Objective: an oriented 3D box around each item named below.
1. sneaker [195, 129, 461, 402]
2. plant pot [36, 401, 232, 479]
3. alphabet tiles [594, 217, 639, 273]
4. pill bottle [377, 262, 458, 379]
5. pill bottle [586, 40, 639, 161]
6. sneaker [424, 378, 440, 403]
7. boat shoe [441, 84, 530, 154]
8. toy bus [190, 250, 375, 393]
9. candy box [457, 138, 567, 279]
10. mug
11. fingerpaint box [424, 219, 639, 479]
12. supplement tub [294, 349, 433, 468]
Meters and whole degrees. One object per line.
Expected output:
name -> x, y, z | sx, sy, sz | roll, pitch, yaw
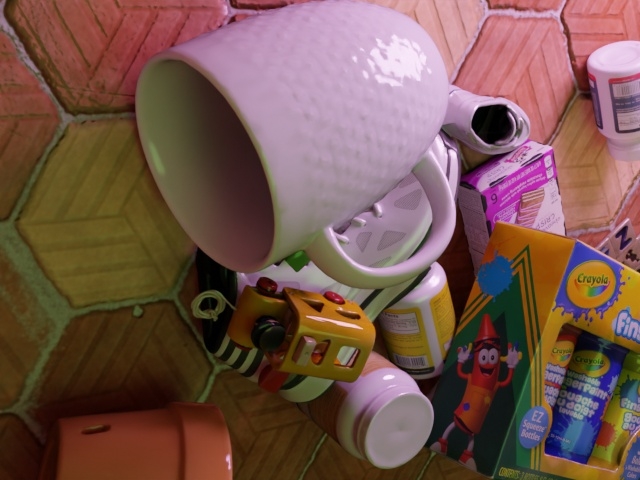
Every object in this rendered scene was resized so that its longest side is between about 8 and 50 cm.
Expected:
sneaker -> 0.000, 0.001, 1.362 | 0.257, 0.169, 0.447 | 31, 93, -41
plant pot -> -0.256, 0.340, 1.283 | 0.204, 0.291, 0.290 | 13, 102, -20
alphabet tiles -> 0.575, 0.129, 1.913 | 0.285, 0.011, 0.342 | -42, 127, -14
pill bottle -> 0.143, 0.100, 1.535 | 0.119, 0.119, 0.208 | -30, 124, -21
pill bottle -> 0.507, -0.227, 1.652 | 0.108, 0.108, 0.180 | -32, 125, -19
sneaker -> 0.287, 0.295, 1.739 | 0.292, 0.110, 0.118 | 33, 105, -38
boat shoe -> 0.258, -0.168, 1.494 | 0.258, 0.084, 0.095 | 0, 112, -50
toy bus -> -0.031, 0.120, 1.275 | 0.202, 0.104, 0.191 | -30, 123, -7
candy box -> 0.318, -0.027, 1.631 | 0.159, 0.071, 0.233 | -32, 125, -21
mug -> 0.013, -0.112, 1.216 | 0.328, 0.276, 0.374 | -29, 80, -30
fingerpaint box -> 0.406, 0.213, 1.613 | 0.445, 0.163, 0.371 | 23, 86, -43
supplement tub -> 0.059, 0.236, 1.482 | 0.144, 0.200, 0.144 | -14, 117, -29
